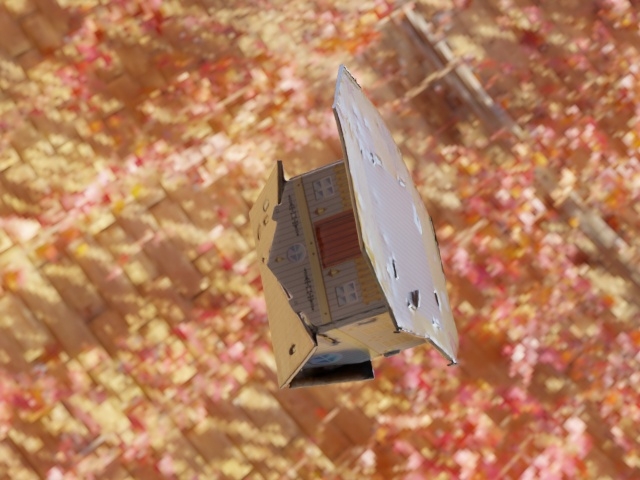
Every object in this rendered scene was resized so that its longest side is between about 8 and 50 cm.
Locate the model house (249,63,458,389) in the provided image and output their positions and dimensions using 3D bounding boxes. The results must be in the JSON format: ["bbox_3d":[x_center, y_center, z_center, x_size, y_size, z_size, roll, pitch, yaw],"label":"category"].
[{"bbox_3d":[0.000,0.000,1.150,0.136,0.207,0.219,-20,-112,17],"label":"model house"}]
